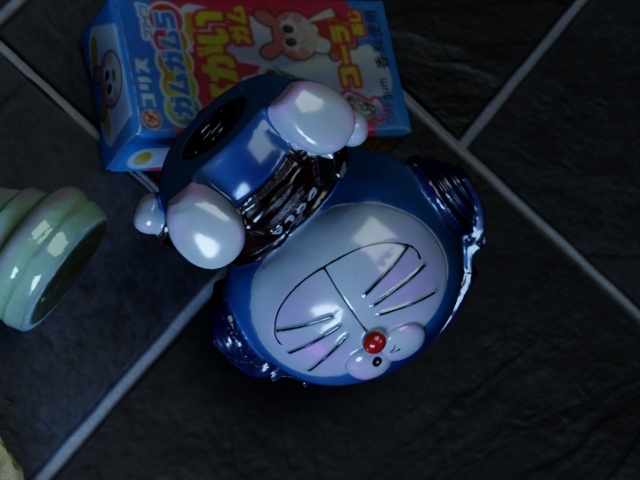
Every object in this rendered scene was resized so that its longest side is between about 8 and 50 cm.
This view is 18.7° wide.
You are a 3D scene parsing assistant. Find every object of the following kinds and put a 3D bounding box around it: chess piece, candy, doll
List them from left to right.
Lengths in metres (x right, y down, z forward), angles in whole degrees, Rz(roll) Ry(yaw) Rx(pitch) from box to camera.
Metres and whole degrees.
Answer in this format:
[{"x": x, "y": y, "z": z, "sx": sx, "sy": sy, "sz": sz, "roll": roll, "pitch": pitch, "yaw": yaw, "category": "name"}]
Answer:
[{"x": -0.335, "y": -0.046, "z": 1.757, "sx": 0.272, "sy": 0.139, "sz": 0.139, "roll": 35, "pitch": 56, "yaw": 6, "category": "chess piece"}, {"x": -0.073, "y": -0.156, "z": 1.938, "sx": 0.306, "sy": 0.100, "sz": 0.157, "roll": -2, "pitch": 69, "yaw": -26, "category": "candy"}, {"x": 0.000, "y": 0.000, "z": 1.803, "sx": 0.310, "sy": 0.284, "sz": 0.240, "roll": 46, "pitch": 11, "yaw": -24, "category": "doll"}]

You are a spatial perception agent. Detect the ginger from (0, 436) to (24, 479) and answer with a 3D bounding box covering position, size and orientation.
[{"x": -0.319, "y": 0.188, "z": 1.672, "sx": 0.131, "sy": 0.086, "sz": 0.294, "roll": -17, "pitch": 80, "yaw": -33, "category": "ginger"}]
